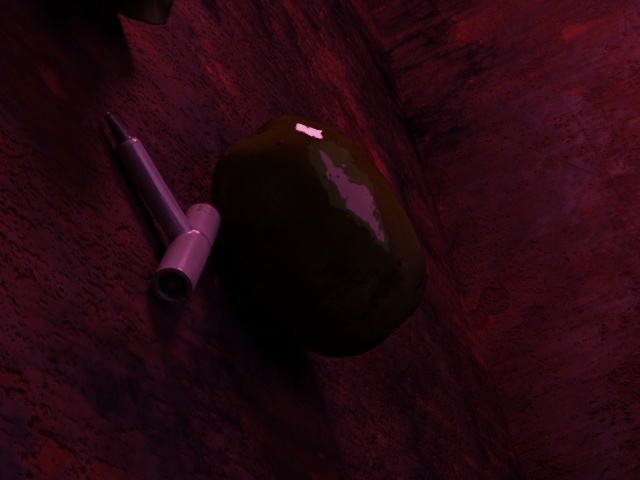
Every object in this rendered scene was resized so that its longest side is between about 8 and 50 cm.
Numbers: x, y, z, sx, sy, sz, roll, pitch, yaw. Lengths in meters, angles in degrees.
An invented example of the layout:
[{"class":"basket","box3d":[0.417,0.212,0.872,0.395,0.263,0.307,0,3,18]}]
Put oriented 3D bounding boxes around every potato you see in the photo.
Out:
[{"class":"potato","box3d":[0.003,-0.001,1.122,0.216,0.215,0.304,-83,151,-62]}]

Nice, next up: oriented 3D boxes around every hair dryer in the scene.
[{"class":"hair dryer","box3d":[-0.171,-0.044,0.940,0.183,0.044,0.155,55,18,-20]}]

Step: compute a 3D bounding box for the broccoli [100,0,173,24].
[{"class":"broccoli","box3d":[-0.217,-0.338,0.998,0.288,0.247,0.246,-108,-157,-55]}]
